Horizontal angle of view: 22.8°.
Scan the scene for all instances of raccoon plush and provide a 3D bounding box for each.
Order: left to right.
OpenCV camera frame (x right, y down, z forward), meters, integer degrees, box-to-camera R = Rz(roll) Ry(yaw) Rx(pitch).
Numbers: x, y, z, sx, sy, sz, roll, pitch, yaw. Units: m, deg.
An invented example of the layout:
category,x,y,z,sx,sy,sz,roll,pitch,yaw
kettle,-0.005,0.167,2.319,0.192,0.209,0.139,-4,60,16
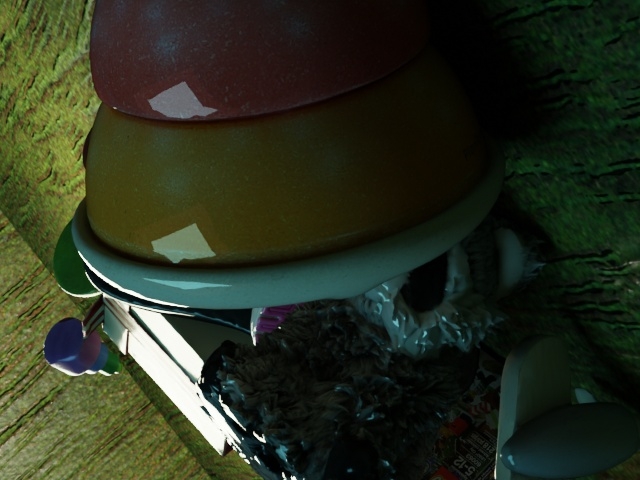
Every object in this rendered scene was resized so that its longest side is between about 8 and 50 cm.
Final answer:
category,x,y,z,sx,sy,sz,roll,pitch,yaw
raccoon plush,0.063,0.128,1.488,0.216,0.299,0.446,40,164,20

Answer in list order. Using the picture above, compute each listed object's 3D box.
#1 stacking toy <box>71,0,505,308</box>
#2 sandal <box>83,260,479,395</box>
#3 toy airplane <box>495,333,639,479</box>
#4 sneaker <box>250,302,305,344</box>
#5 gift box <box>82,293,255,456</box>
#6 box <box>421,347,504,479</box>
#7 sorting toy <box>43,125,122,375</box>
category,x,y,z,sx,sy,sz,roll,pitch,yaw
stacking toy,-0.056,-0.218,1.198,0.351,0.351,0.479,25,130,54
sandal,-0.032,0.047,1.660,0.446,0.167,0.107,20,177,18
toy airplane,0.213,0.334,1.414,0.272,0.384,0.386,1,137,33
sneaker,0.000,0.000,1.555,0.103,0.252,0.111,19,-163,-26
gift box,-0.119,0.077,1.853,0.258,0.255,0.276,47,153,12
box,0.107,0.169,1.647,0.233,0.159,0.044,36,165,37
sorting toy,-0.249,0.008,2.019,0.127,0.365,0.126,-3,156,35
